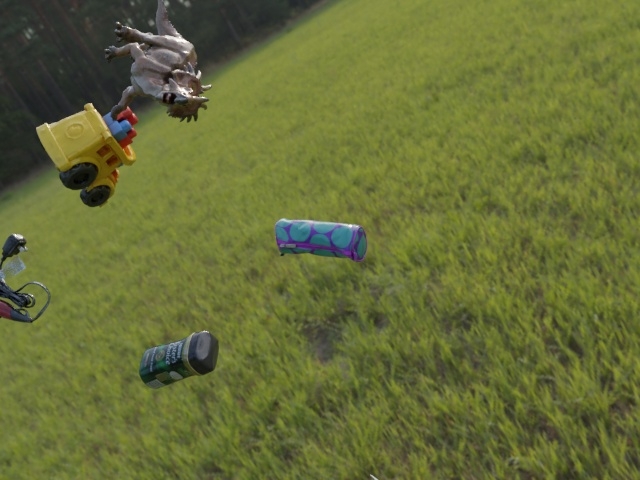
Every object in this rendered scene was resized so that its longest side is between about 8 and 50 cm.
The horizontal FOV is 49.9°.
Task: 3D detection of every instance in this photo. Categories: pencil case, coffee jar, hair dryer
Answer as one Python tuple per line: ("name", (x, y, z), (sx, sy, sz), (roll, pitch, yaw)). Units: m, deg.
("pencil case", (0.000, 0.000, 1.155), (0.152, 0.064, 0.070), (5, 34, 21))
("coffee jar", (-0.319, 0.271, 1.567), (0.185, 0.079, 0.096), (-20, 42, 24))
("hair dryer", (-0.746, 0.133, 1.510), (0.294, 0.080, 0.223), (-38, 58, 6))

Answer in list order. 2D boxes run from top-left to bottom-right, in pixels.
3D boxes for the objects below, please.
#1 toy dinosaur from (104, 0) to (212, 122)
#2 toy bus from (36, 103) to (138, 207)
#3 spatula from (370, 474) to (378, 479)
("toy dinosaur", (-0.282, -0.322, 1.284), (0.201, 0.127, 0.295), (5, 55, 5))
("toy bus", (-0.496, -0.205, 1.559), (0.211, 0.149, 0.220), (-34, -23, -8))
("spatula", (0.252, 0.741, 1.902), (0.242, 0.168, 0.019), (33, 78, 39))
